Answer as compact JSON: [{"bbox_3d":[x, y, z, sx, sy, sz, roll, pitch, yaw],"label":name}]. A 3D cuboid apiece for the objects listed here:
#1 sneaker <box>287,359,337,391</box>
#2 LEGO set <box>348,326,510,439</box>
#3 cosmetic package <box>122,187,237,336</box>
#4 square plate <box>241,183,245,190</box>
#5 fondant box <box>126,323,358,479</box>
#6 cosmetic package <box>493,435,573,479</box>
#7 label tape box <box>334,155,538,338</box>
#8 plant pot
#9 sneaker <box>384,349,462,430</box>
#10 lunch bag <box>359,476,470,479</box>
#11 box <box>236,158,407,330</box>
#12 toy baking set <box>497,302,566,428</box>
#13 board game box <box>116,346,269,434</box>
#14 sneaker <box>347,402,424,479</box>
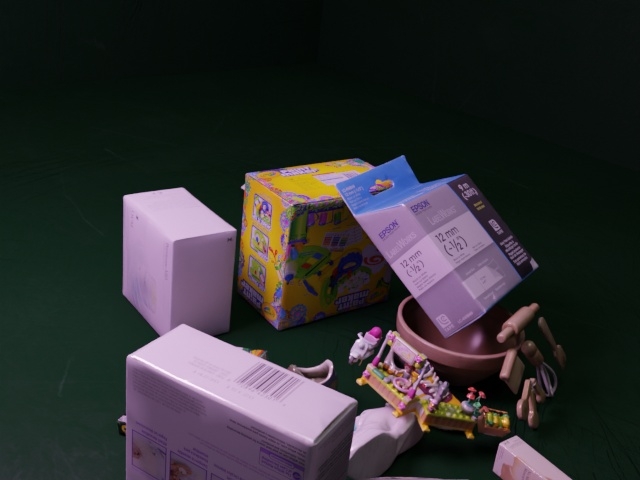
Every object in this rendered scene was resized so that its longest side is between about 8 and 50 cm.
[{"bbox_3d":[-0.058,0.244,1.235,0.192,0.086,0.064,-6,28,-24],"label":"sneaker"},{"bbox_3d":[0.179,0.223,1.176,0.287,0.107,0.132,28,24,13],"label":"LEGO set"},{"bbox_3d":[-0.280,0.046,1.438,0.138,0.224,0.224,-12,31,-36],"label":"cosmetic package"},{"bbox_3d":[0.011,-0.130,2.059,0.344,0.049,0.347,-8,24,-36],"label":"square plate"},{"bbox_3d":[-0.101,0.289,0.838,0.238,0.330,0.096,19,26,25],"label":"fondant box"},{"bbox_3d":[0.321,0.358,1.124,0.041,0.060,0.115,-12,29,-32],"label":"cosmetic package"},{"bbox_3d":[0.222,-0.023,1.388,0.249,0.115,0.348,-26,78,-49],"label":"label tape box"},{"bbox_3d":[0.254,0.196,1.392,0.237,0.110,0.237,6,24,-3],"label":"plant pot"},{"bbox_3d":[0.182,0.254,1.278,0.185,0.084,0.069,25,30,34],"label":"sneaker"},{"bbox_3d":[0.098,0.390,0.720,0.256,0.305,0.212,14,25,4],"label":"lunch bag"},{"bbox_3d":[0.000,0.000,1.545,0.289,0.279,0.177,-11,31,-35],"label":"box"},{"bbox_3d":[0.370,0.212,1.307,0.030,0.197,0.256,-5,16,37],"label":"toy baking set"},{"bbox_3d":[-0.203,0.248,1.229,0.136,0.030,0.259,5,23,22],"label":"board game box"},{"bbox_3d":[0.078,0.307,1.163,0.094,0.080,0.212,19,17,34],"label":"sneaker"}]
